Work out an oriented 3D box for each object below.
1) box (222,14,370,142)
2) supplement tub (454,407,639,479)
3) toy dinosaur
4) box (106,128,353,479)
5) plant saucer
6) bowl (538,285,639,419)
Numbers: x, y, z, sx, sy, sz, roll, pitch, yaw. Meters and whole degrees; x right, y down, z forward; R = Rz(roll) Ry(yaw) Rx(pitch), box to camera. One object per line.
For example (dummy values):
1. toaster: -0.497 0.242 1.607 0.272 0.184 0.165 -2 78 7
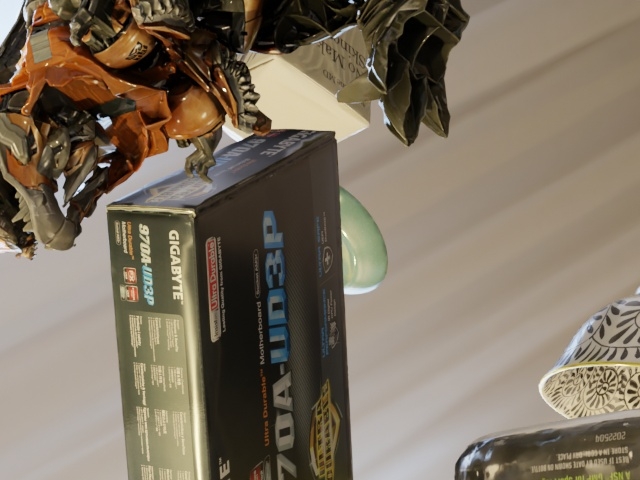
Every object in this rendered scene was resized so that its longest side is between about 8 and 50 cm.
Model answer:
1. box: -0.025 -0.203 1.194 0.094 0.113 0.275 -24 51 35
2. supplement tub: 0.098 0.137 0.376 0.117 0.117 0.190 147 120 -68
3. toy dinosaur: -0.058 -0.138 0.733 0.218 0.164 0.322 6 80 39
4. box: -0.041 0.064 0.834 0.051 0.175 0.220 5 107 24
5. plant saucer: 0.000 0.000 1.275 0.119 0.021 0.119 26 138 26
6. bowl: 0.229 0.074 0.993 0.170 0.080 0.170 13 158 5
